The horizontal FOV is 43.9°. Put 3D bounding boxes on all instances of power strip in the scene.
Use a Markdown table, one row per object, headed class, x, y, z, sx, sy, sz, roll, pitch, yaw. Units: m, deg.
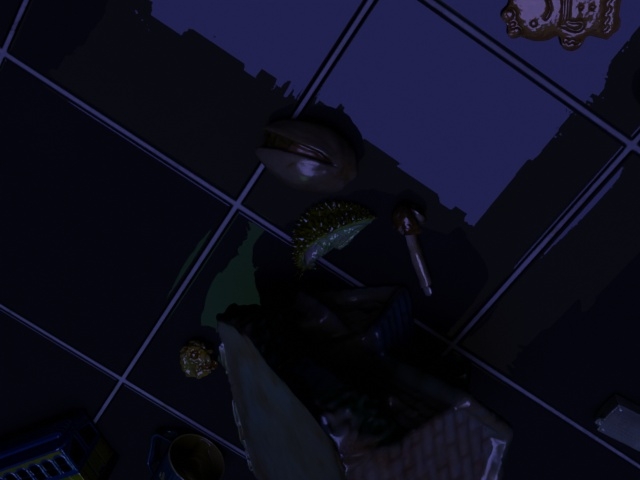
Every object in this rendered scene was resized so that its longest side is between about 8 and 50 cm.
| class | x | y | z | sx | sy | sz | roll | pitch | yaw |
| --- | --- | --- | --- | --- | --- | --- | --- | --- | --- |
| power strip | 0.619 | 0.365 | 1.546 | 0.175 | 0.042 | 0.075 | 28 | 116 | -6 |

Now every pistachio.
| class | x | y | z | sx | sy | sz | roll | pitch | yaw |
| --- | --- | --- | --- | --- | --- | --- | --- | --- | --- |
| pistachio | -0.024 | -0.146 | 1.376 | 0.184 | 0.124 | 0.125 | 25 | 117 | 15 |

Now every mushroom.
| class | x | y | z | sx | sy | sz | roll | pitch | yaw |
| --- | --- | --- | --- | --- | --- | --- | --- | --- | --- |
| mushroom | 0.179 | 0.014 | 1.448 | 0.061 | 0.060 | 0.187 | -18 | 116 | 9 |

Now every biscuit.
| class | x | y | z | sx | sy | sz | roll | pitch | yaw |
| --- | --- | --- | --- | --- | --- | --- | --- | --- | --- |
| biscuit | 0.385 | -0.371 | 1.251 | 0.183 | 0.027 | 0.134 | 13 | 117 | 3 |

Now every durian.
| class | x | y | z | sx | sy | sz | roll | pitch | yaw |
| --- | --- | --- | --- | --- | --- | --- | --- | --- | --- |
| durian | 0.000 | 0.000 | 1.459 | 0.215 | 0.086 | 0.100 | -36 | 118 | 20 |

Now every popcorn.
| class | x | y | z | sx | sy | sz | roll | pitch | yaw |
| --- | --- | --- | --- | --- | --- | --- | --- | --- | --- |
| popcorn | -0.249 | 0.243 | 1.618 | 0.083 | 0.057 | 0.082 | 24 | 117 | -6 |

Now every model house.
| class | x | y | z | sx | sy | sz | roll | pitch | yaw |
| --- | --- | --- | --- | --- | --- | --- | --- | --- | --- |
| model house | 0.095 | 0.280 | 1.406 | 0.399 | 0.445 | 0.395 | -18 | 110 | -26 |

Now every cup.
| class | x | y | z | sx | sy | sz | roll | pitch | yaw |
| --- | --- | --- | --- | --- | --- | --- | --- | --- | --- |
| cup | -0.312 | 0.502 | 1.722 | 0.176 | 0.131 | 0.155 | 46 | 121 | 20 |

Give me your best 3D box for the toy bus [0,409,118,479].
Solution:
| class | x | y | z | sx | sy | sz | roll | pitch | yaw |
| --- | --- | --- | --- | --- | --- | --- | --- | --- | --- |
| toy bus | -0.616 | 0.507 | 1.753 | 0.287 | 0.138 | 0.175 | -22 | 110 | 17 |
